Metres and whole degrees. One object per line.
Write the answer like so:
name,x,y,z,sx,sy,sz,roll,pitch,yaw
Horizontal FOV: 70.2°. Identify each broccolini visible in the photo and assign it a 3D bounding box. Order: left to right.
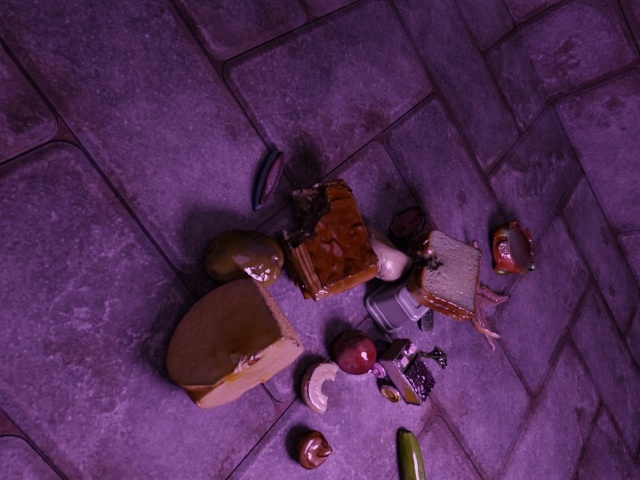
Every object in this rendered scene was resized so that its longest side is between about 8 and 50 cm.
broccolini,0.414,0.448,1.780,0.255,0.057,0.071,21,26,-35

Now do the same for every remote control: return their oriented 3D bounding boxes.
remote control,0.418,0.254,1.827,0.072,0.042,0.221,4,80,-34

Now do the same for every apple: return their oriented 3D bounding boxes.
apple,-0.229,0.290,1.224,0.309,0.252,0.313,-33,107,0

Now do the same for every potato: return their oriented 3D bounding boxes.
potato,-0.217,0.053,1.335,0.229,0.148,0.197,27,38,-24

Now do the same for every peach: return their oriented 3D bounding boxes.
peach,0.124,0.379,1.530,0.152,0.152,0.151,8,76,-35

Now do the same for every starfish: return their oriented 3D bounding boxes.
starfish,0.729,0.261,2.003,0.384,0.132,0.397,40,47,-32

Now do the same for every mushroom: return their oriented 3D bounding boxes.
mushroom,-0.023,0.642,1.402,0.109,0.085,0.126,-26,114,-8

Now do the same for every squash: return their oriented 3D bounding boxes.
squash,0.330,0.826,1.624,0.082,0.082,0.292,-2,82,-37

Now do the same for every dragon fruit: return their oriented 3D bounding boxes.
dragon fruit,0.915,0.043,2.176,0.295,0.130,0.268,53,56,-16

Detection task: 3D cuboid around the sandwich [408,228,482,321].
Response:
sandwich,0.429,0.114,1.577,0.249,0.095,0.273,26,61,-16

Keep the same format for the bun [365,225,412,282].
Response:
bun,0.208,0.059,1.622,0.230,0.229,0.145,28,106,-29

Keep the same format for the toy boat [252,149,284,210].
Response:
toy boat,-0.168,-0.196,1.487,0.080,0.046,0.228,35,60,-31

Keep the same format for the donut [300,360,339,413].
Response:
donut,-0.014,0.457,1.455,0.108,0.065,0.165,36,63,-26

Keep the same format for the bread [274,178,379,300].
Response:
bread,0.000,0.000,1.485,0.315,0.191,0.369,-18,80,-32

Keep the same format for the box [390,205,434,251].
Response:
box,0.373,-0.038,1.791,0.135,0.151,0.151,42,59,-33

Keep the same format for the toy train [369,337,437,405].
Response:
toy train,0.277,0.463,1.597,0.134,0.178,0.260,-42,107,-35

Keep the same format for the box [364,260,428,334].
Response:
box,0.341,0.187,1.668,0.312,0.182,0.175,-35,90,-33
